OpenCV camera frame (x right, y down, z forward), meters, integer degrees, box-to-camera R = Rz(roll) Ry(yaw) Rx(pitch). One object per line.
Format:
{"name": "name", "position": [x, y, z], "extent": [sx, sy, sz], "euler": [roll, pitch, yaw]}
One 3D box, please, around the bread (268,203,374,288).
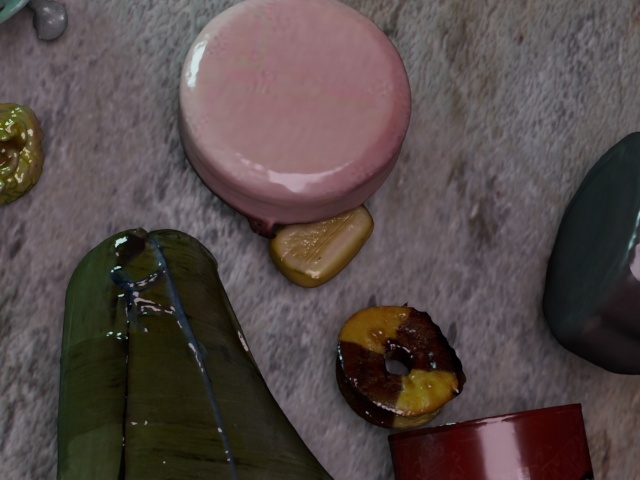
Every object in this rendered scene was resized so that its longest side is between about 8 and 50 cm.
{"name": "bread", "position": [0.000, 0.000, 1.995], "extent": [0.082, 0.056, 0.115], "euler": [34, 67, 12]}

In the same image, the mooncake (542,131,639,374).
{"name": "mooncake", "position": [0.327, 0.015, 1.964], "extent": [0.133, 0.245, 0.245], "euler": [28, 78, -9]}

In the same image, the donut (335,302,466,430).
{"name": "donut", "position": [0.079, 0.135, 1.963], "extent": [0.140, 0.059, 0.140], "euler": [8, 48, -9]}

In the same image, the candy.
{"name": "candy", "position": [-0.029, -0.132, 1.967], "extent": [0.255, 0.094, 0.255], "euler": [2, 67, -5]}

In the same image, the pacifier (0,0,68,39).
{"name": "pacifier", "position": [-0.312, -0.253, 1.970], "extent": [0.116, 0.127, 0.150], "euler": [51, 41, -37]}

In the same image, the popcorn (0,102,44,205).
{"name": "popcorn", "position": [-0.328, -0.087, 1.940], "extent": [0.097, 0.089, 0.109], "euler": [42, 73, -13]}

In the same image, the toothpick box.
{"name": "toothpick box", "position": [0.193, 0.342, 1.903], "extent": [0.204, 0.204, 0.333], "euler": [-7, 82, -11]}

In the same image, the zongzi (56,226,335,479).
{"name": "zongzi", "position": [-0.080, 0.172, 1.919], "extent": [0.393, 0.174, 0.356], "euler": [9, 68, -27]}
